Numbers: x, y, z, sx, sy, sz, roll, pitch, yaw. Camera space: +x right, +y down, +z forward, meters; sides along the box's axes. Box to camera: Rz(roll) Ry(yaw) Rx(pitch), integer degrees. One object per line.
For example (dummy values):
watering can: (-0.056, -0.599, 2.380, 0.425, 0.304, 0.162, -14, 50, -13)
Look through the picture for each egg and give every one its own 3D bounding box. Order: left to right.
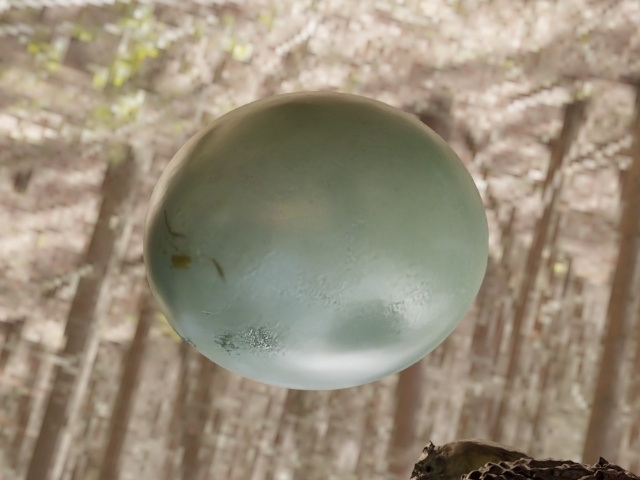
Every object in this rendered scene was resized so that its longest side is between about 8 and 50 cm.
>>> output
egg: (0.000, 0.000, 1.174, 0.203, 0.203, 0.282, 2, -174, 37)

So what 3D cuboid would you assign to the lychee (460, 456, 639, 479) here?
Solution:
lychee: (0.152, 0.228, 1.123, 0.188, 0.188, 0.188, 13, 164, 4)

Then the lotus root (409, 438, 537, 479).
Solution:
lotus root: (0.193, 0.279, 1.567, 0.275, 0.152, 0.160, 24, 158, -27)
